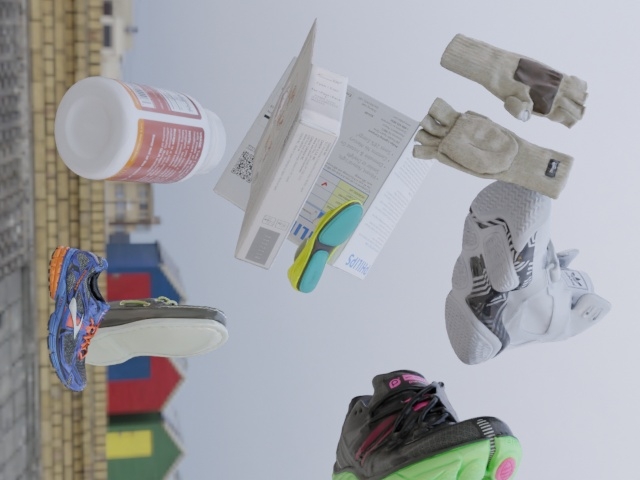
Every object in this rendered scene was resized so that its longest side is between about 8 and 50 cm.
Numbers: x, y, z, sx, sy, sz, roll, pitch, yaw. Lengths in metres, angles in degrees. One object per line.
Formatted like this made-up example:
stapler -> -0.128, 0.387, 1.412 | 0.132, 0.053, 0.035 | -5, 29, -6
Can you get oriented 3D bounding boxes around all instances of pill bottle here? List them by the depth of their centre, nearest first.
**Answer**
pill bottle -> -0.215, -0.132, 1.201 | 0.216, 0.121, 0.121 | -1, 90, -61

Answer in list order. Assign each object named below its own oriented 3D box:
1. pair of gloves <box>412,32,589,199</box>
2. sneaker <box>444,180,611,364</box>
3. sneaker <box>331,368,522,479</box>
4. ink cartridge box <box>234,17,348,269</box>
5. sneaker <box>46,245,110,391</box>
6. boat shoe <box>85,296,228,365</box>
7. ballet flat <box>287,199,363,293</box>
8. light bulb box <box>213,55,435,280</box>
pair of gloves -> 0.238, -0.163, 1.254 | 0.042, 0.204, 0.240 | 103, 8, -53
sneaker -> 0.312, 0.035, 1.376 | 0.366, 0.210, 0.137 | 99, -24, -48
sneaker -> 0.129, 0.292, 1.450 | 0.483, 0.185, 0.202 | 153, -60, -65
ink cartridge box -> -0.042, -0.146, 1.464 | 0.261, 0.066, 0.296 | -82, -164, -45
sneaker -> -0.362, 0.118, 1.451 | 0.083, 0.087, 0.221 | 144, -54, -88
boat shoe -> -0.284, 0.139, 1.594 | 0.109, 0.304, 0.091 | 56, 35, -42
ballet flat -> 0.000, 0.000, 1.963 | 0.231, 0.077, 0.077 | -58, -137, 16
light bulb box -> 0.018, -0.159, 2.181 | 0.361, 0.357, 0.225 | -58, 157, 1
